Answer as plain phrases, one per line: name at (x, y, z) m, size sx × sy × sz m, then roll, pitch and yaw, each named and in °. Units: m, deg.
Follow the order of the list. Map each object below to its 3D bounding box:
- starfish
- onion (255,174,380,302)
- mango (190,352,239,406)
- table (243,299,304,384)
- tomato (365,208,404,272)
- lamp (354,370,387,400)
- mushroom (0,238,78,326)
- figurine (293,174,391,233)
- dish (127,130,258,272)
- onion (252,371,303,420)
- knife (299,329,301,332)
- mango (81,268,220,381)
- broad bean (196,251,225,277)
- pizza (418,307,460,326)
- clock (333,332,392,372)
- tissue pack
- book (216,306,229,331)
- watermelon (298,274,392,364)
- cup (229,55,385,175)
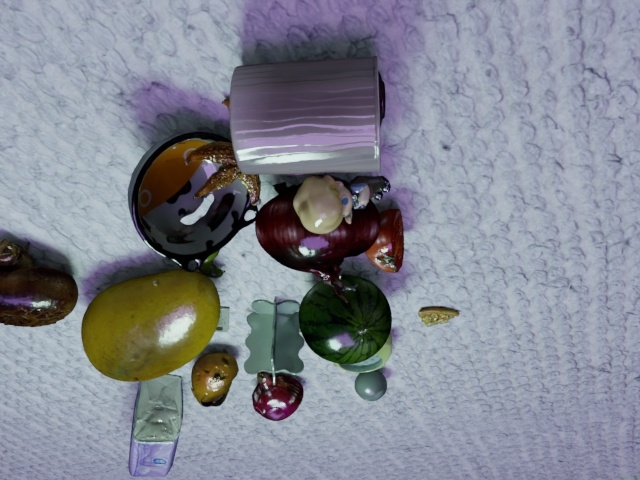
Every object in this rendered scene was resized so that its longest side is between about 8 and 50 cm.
starfish at (-0.168, -0.168, 1.439) m, size 0.227 × 0.043 × 0.240 m, roll -28°, pitch 121°, yaw -32°
onion at (0.000, 0.000, 1.539) m, size 0.273 × 0.284 × 0.273 m, roll -11°, pitch 175°, yaw -1°
mango at (-0.331, 0.429, 2.215) m, size 0.156 × 0.151 × 0.248 m, roll -33°, pitch 162°, yaw -25°
table at (-0.126, 0.283, 1.972) m, size 0.167 × 0.198 × 0.166 m, roll 0°, pitch 142°, yaw 0°
tomato at (0.144, 0.001, 1.661) m, size 0.091 × 0.139 × 0.159 m, roll 1°, pitch 141°, yaw 19°
lamp at (0.162, 0.466, 2.293) m, size 0.105 × 0.105 × 0.105 m, roll 0°, pitch 143°, yaw 0°
mushroom at (-0.765, 0.127, 1.797) m, size 0.297 × 0.163 × 0.278 m, roll 1°, pitch 143°, yaw 1°
figurine at (0.042, -0.076, 1.375) m, size 0.196 × 0.108 × 0.114 m, roll -11°, pitch 167°, yaw -31°
dish at (-0.283, -0.100, 1.482) m, size 0.303 × 0.120 × 0.302 m, roll -18°, pitch 120°, yaw -34°
onion at (-0.154, 0.508, 2.322) m, size 0.173 × 0.135 × 0.198 m, roll -20°, pitch 137°, yaw 20°
knife at (0.019, 0.229, 2.049) m, size 0.256 × 0.022 × 0.046 m, roll -20°, pitch 134°, yaw 24°
mango at (-0.438, 0.209, 1.868) m, size 0.301 × 0.220 × 0.445 m, roll 38°, pitch 121°, yaw -22°
broad bean at (-0.279, 0.030, 1.763) m, size 0.071 × 0.048 × 0.213 m, roll -4°, pitch 145°, yaw -2°
pizza at (0.332, 0.228, 2.045) m, size 0.123 × 0.026 × 0.108 m, roll 4°, pitch 145°, yaw -7°
clock at (0.118, 0.344, 2.162) m, size 0.170 × 0.069 × 0.232 m, roll 4°, pitch 144°, yaw -6°
tissue pack at (-0.549, 0.623, 2.384) m, size 0.160 × 0.242 × 0.338 m, roll 7°, pitch 143°, yaw -13°
book at (-0.353, 0.223, 2.044) m, size 0.182 × 0.014 × 0.127 m, roll 5°, pitch 142°, yaw -7°
watermelon at (0.064, 0.203, 1.839) m, size 0.243 × 0.242 × 0.242 m, roll 0°, pitch 143°, yaw 0°
cup at (-0.015, -0.226, 1.334) m, size 0.273 × 0.208 × 0.288 m, roll -2°, pitch -175°, yaw 3°
